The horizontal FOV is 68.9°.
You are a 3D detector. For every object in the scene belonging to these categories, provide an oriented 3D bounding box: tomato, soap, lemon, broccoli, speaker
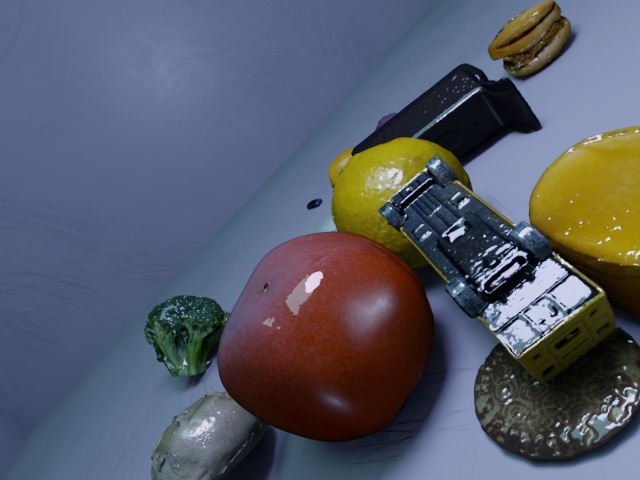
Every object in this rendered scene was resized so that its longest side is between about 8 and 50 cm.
[{"bbox_3d":[0.000,0.127,0.721,0.341,0.273,0.341,-40,34,35],"label":"tomato"},{"bbox_3d":[0.000,0.000,1.331,0.198,0.066,0.119,-34,24,32],"label":"soap"},{"bbox_3d":[0.109,-0.215,1.423,0.187,0.142,0.142,-37,20,12],"label":"lemon"},{"bbox_3d":[-0.394,0.284,1.402,0.295,0.265,0.245,-31,58,53],"label":"broccoli"},{"bbox_3d":[0.265,-0.225,1.066,0.388,0.180,0.184,-36,27,27],"label":"speaker"},{"bbox_3d":[0.146,-0.067,0.888,0.320,0.245,0.245,-3,46,57],"label":"lemon"}]

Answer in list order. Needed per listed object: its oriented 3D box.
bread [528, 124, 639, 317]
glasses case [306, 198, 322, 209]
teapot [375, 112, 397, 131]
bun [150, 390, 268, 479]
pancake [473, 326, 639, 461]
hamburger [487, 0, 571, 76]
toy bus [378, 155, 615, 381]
[{"bbox_3d":[0.357,-0.022,0.500,0.195,0.143,0.270,-55,22,3],"label":"bread"},{"bbox_3d":[-0.025,-0.138,1.725,0.033,0.023,0.083,-56,21,-22],"label":"glasses case"},{"bbox_3d":[0.227,-0.301,1.332,0.116,0.146,0.148,-31,24,39],"label":"teapot"},{"bbox_3d":[-0.207,0.362,0.850,0.239,0.141,0.239,-39,-11,-9],"label":"bun"},{"bbox_3d":[0.262,0.157,0.529,0.199,0.021,0.199,-40,19,17],"label":"pancake"},{"bbox_3d":[0.518,-0.497,1.161,0.182,0.118,0.191,-39,23,11],"label":"hamburger"},{"bbox_3d":[0.203,0.017,0.604,0.121,0.123,0.335,-43,35,9],"label":"toy bus"}]
